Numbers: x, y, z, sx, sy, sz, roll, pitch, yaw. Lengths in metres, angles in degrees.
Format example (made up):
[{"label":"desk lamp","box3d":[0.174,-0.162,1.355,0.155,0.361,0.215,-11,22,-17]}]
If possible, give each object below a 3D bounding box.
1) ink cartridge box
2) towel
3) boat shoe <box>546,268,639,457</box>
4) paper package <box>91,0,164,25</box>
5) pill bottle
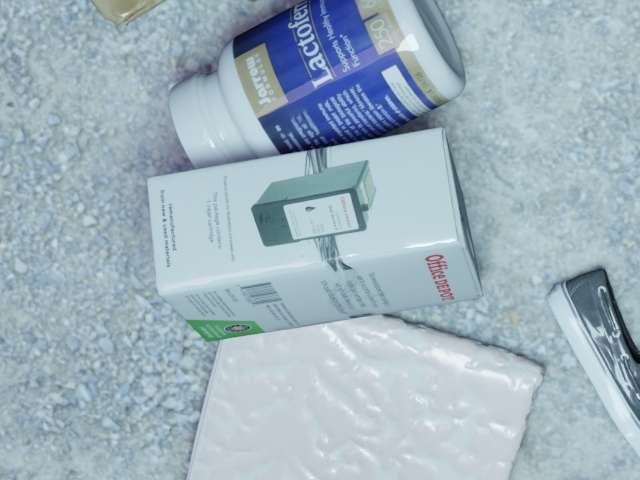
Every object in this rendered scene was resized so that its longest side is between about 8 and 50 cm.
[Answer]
[{"label":"ink cartridge box","box3d":[0.000,0.000,1.804,0.289,0.211,0.121,-9,72,7]},{"label":"towel","box3d":[0.035,0.222,1.953,0.332,0.053,0.317,17,106,6]},{"label":"boat shoe","box3d":[0.315,0.130,1.873,0.076,0.080,0.228,-31,89,17]},{"label":"paper package","box3d":[-0.218,-0.411,1.674,0.168,0.309,0.325,-31,121,10]},{"label":"pill bottle","box3d":[-0.005,-0.154,1.819,0.265,0.153,0.153,-27,97,15]}]
